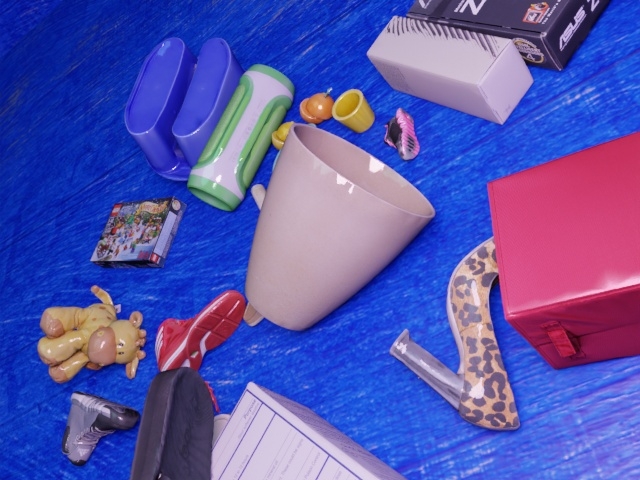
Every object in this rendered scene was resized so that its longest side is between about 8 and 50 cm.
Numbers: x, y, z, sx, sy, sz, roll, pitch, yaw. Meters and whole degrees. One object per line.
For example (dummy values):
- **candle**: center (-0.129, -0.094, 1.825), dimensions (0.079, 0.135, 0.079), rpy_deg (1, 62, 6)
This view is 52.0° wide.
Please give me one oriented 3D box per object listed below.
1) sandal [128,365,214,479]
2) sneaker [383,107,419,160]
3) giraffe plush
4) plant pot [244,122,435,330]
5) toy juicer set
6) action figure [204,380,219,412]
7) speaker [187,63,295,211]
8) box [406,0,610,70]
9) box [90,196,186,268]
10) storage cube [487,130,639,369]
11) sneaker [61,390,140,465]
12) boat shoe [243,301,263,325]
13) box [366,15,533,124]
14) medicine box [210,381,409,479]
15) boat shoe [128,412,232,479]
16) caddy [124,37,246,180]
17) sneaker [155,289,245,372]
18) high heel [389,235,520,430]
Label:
- **sandal**: center (-0.159, 0.356, 0.768), dimensions (0.107, 0.167, 0.446), rpy_deg (-12, 56, 14)
- **sneaker**: center (0.138, -0.178, 1.156), dimensions (0.057, 0.047, 0.119), rpy_deg (-31, 40, 30)
- **giraffe plush**: center (-0.441, 0.206, 1.337), dimensions (0.170, 0.181, 0.210), rpy_deg (16, 40, 34)
- **plant pot**: center (0.000, 0.000, 1.037), dimensions (0.274, 0.256, 0.256), rpy_deg (-59, 41, 19)
- **toy juicer set**: center (-0.056, -0.164, 1.274), dimensions (0.209, 0.089, 0.329), rpy_deg (31, 86, 46)
- **action figure**: center (-0.197, 0.296, 1.142), dimensions (0.038, 0.030, 0.115), rpy_deg (-30, 48, 17)
- **speaker**: center (-0.164, -0.215, 1.371), dimensions (0.131, 0.131, 0.296), rpy_deg (13, 72, 44)
- **box**: center (0.377, -0.494, 1.115), dimensions (0.395, 0.097, 0.318), rpy_deg (-54, 40, -1)
- **box**: center (-0.425, -0.016, 1.523), dimensions (0.233, 0.044, 0.159), rpy_deg (-3, 62, 39)
- **storage cube**: center (0.327, 0.021, 0.763), dimensions (0.193, 0.183, 0.215), rpy_deg (-19, 52, 29)
- **sneaker**: center (-0.429, 0.374, 1.260), dimensions (0.228, 0.086, 0.132), rpy_deg (-3, 66, 51)
- **boat shoe**: center (-0.106, 0.088, 1.185), dimensions (0.050, 0.045, 0.135), rpy_deg (18, 76, 45)
- **box**: center (0.213, -0.295, 1.116), dimensions (0.094, 0.113, 0.275), rpy_deg (-54, 45, -3)
- **medicine box**: center (-0.037, 0.379, 0.865), dimensions (0.289, 0.149, 0.263), rpy_deg (23, 80, 46)
- **boat shoe**: center (-0.213, 0.393, 1.063), dimensions (0.335, 0.095, 0.112), rpy_deg (-41, 59, 19)
- **caddy**: center (-0.291, -0.301, 1.503), dimensions (0.241, 0.179, 0.341), rpy_deg (7, 66, 17)
- **sneaker**: center (-0.242, 0.156, 1.230), dimensions (0.221, 0.087, 0.128), rpy_deg (-48, 45, 4)
- **high heel**: center (0.242, 0.115, 0.873), dimensions (0.186, 0.093, 0.261), rpy_deg (37, 77, 25)
